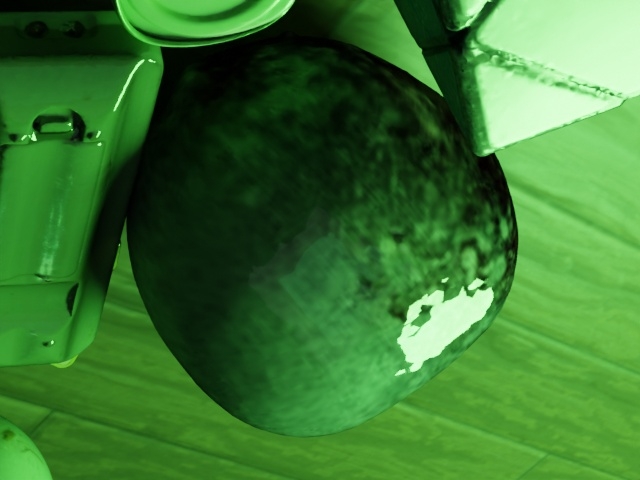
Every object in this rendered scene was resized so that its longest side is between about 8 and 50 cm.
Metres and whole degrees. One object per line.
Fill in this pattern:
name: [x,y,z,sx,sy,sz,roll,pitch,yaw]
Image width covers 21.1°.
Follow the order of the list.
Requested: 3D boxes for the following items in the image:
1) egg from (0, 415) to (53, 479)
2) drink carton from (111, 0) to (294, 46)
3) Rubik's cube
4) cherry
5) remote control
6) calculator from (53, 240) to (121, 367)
egg: [-0.314,0.237,1.280,0.203,0.203,0.282,24,118,-41]
drink carton: [-0.075,-0.192,0.950,0.144,0.142,0.146,-12,138,-13]
Rubik's cube: [0.134,-0.209,0.974,0.207,0.205,0.205,-20,141,-1]
cherry: [0.000,0.000,1.147,0.255,0.218,0.296,-31,127,16]
remote control: [-0.183,-0.016,1.073,0.128,0.065,0.335,-5,147,-19]
calculator: [-0.216,0.002,1.194,0.157,0.033,0.236,-1,134,-22]
